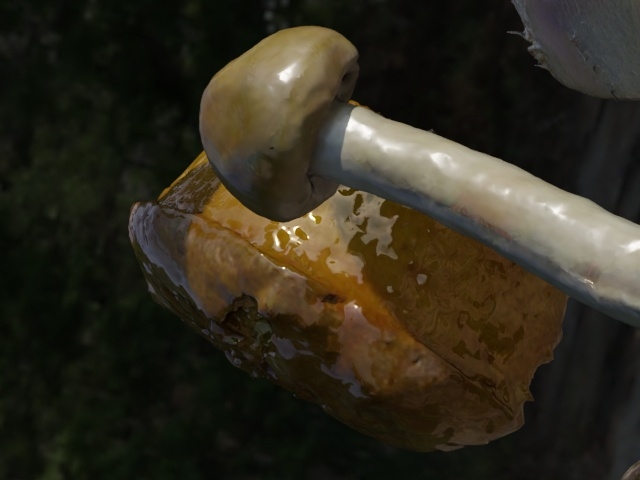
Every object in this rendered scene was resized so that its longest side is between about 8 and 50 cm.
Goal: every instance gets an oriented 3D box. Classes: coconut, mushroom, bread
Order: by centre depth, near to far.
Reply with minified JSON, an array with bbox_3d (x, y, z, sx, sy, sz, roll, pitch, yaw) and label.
[{"bbox_3d":[0.093,-0.006,0.321,0.043,0.306,0.068,-52,-52,-29],"label":"mushroom"},{"bbox_3d":[0.175,-0.173,1.097,0.183,0.171,0.171,54,-142,-38],"label":"coconut"},{"bbox_3d":[0.000,0.000,1.292,0.194,0.340,0.179,-51,-47,-12],"label":"bread"}]

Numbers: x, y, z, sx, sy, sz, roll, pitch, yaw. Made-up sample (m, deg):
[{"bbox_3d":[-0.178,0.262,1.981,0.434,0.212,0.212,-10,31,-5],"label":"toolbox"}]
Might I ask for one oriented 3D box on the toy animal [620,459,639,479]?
[{"bbox_3d":[0.267,0.127,1.125,0.169,0.121,0.233,-26,-18,-24],"label":"toy animal"}]
